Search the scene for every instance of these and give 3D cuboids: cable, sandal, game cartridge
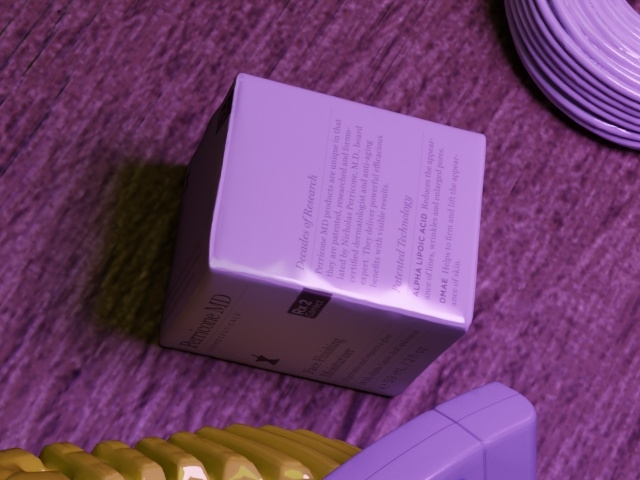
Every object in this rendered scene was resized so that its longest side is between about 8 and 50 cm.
[{"bbox_3d":[0.272,-0.197,1.533,0.257,0.089,0.257,18,62,-11],"label":"cable"},{"bbox_3d":[-0.082,0.197,1.226,0.317,0.126,0.138,-3,98,-26],"label":"sandal"},{"bbox_3d":[0.028,0.224,1.197,0.297,0.198,0.062,-34,53,-28],"label":"game cartridge"}]

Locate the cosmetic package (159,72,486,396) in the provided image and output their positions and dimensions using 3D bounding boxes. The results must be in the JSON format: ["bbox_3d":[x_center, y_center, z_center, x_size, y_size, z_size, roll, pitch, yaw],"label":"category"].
[{"bbox_3d":[0.000,0.000,1.311,0.183,0.151,0.151,13,63,-13],"label":"cosmetic package"}]
